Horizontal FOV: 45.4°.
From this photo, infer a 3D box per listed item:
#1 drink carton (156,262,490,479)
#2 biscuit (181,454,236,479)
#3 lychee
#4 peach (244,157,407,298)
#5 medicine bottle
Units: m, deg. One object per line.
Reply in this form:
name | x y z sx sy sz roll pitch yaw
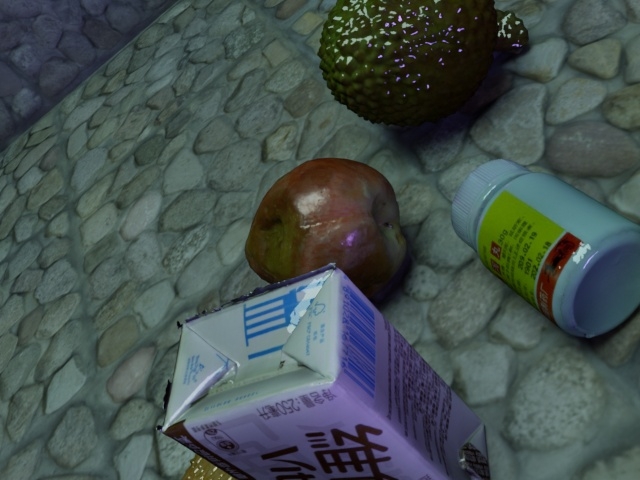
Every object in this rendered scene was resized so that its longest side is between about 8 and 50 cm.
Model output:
drink carton | 0.018 0.187 0.776 0.194 0.324 0.132 -21 43 27
biscuit | -0.115 0.293 1.034 0.224 0.033 0.144 -48 35 -8
lychee | 0.150 -0.313 1.197 0.270 0.270 0.320 10 49 47
peach | 0.000 0.000 1.085 0.235 0.214 0.214 -23 41 34
medicine bottle | 0.263 0.001 0.892 0.139 0.139 0.225 -42 37 0
